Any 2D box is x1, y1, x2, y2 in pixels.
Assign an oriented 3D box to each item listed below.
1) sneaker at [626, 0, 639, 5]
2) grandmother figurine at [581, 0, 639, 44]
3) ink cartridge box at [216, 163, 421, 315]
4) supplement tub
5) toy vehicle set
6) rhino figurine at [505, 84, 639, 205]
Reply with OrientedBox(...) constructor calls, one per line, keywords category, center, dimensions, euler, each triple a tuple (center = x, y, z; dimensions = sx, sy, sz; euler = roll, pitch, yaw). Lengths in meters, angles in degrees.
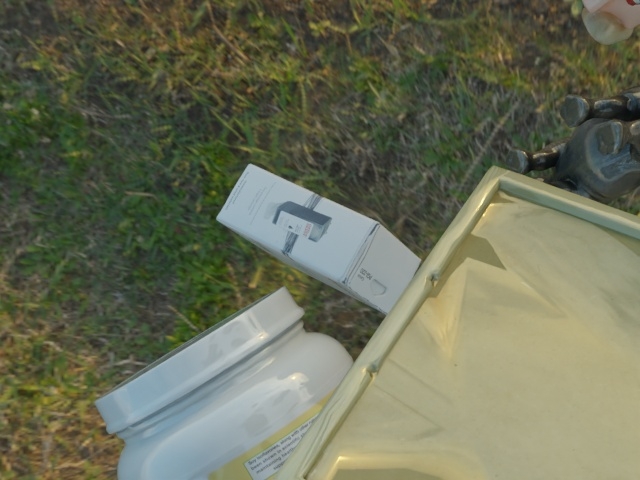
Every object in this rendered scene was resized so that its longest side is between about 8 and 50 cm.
OrientedBox(category="sneaker", center=(0.375, -0.247, 0.926), dimensions=(0.221, 0.128, 0.087), euler=(16, 92, -26))
OrientedBox(category="grandmother figurine", center=(0.401, -0.334, 1.016), dimensions=(0.104, 0.342, 0.208), euler=(-19, 77, -35))
OrientedBox(category="ink cartridge box", center=(0.000, 0.000, 1.281), dimensions=(0.218, 0.158, 0.092), euler=(28, 85, 32))
OrientedBox(category="supplement tub", center=(-0.034, 0.234, 0.906), dimensions=(0.241, 0.241, 0.331), euler=(-31, 90, 8))
OrientedBox(category="toy vehicle set", center=(0.139, 0.080, 0.304), dimensions=(0.267, 0.035, 0.166), euler=(23, 51, 22))
OrientedBox(category="rhino figurine", center=(0.217, -0.058, 0.831), dimensions=(0.106, 0.243, 0.073), euler=(-9, 73, -22))
